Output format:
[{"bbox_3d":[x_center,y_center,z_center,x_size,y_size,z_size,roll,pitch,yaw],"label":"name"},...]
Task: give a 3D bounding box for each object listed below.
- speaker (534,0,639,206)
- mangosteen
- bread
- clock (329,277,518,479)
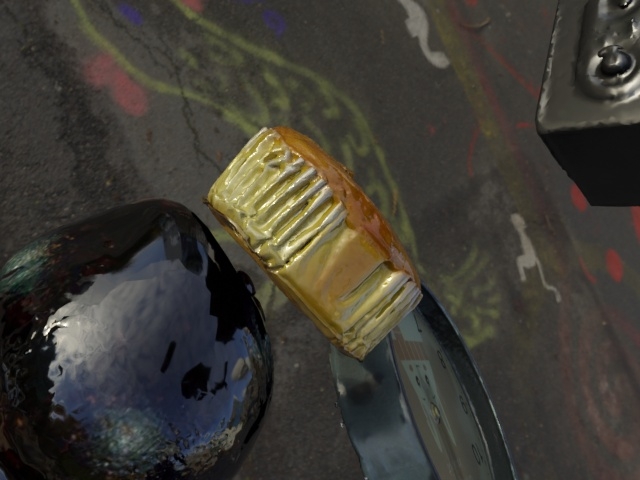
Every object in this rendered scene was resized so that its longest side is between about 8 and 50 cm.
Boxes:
[{"bbox_3d":[0.348,-0.175,0.568,0.184,0.232,0.253,33,67,-46],"label":"speaker"},{"bbox_3d":[-0.144,0.095,0.431,0.243,0.243,0.242,18,63,-39],"label":"mangosteen"},{"bbox_3d":[0.000,0.000,0.517,0.114,0.132,0.190,-46,115,-2],"label":"bread"},{"bbox_3d":[0.139,0.213,0.794,0.386,0.077,0.386,50,24,-32],"label":"clock"}]
